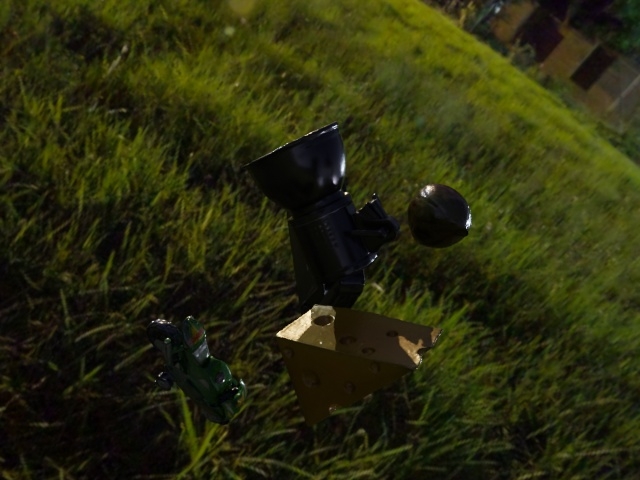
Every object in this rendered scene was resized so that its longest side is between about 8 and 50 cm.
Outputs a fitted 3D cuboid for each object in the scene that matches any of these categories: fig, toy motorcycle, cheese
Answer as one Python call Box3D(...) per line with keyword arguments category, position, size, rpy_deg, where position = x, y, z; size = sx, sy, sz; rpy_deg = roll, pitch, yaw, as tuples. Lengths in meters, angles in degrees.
Box3D(category="fig", position=(0.202, -0.031, 1.015), size=(0.109, 0.103, 0.155), rpy_deg=(63, -5, -29))
Box3D(category="toy motorcycle", position=(-0.160, 0.181, 0.835), size=(0.074, 0.106, 0.190), rpy_deg=(-49, 120, -42))
Box3D(category="cheese", position=(0.054, 0.139, 0.727), size=(0.093, 0.171, 0.126), rpy_deg=(-30, 104, -55))

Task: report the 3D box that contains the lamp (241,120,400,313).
Box3D(category="lamp", position=(0.011, -0.034, 0.866), size=(0.227, 0.172, 0.147), rpy_deg=(64, 23, -8))

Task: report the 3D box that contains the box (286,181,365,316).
Box3D(category="box", position=(0.000, 0.000, 1.221), size=(0.058, 0.211, 0.350), rpy_deg=(6, 50, -21))
